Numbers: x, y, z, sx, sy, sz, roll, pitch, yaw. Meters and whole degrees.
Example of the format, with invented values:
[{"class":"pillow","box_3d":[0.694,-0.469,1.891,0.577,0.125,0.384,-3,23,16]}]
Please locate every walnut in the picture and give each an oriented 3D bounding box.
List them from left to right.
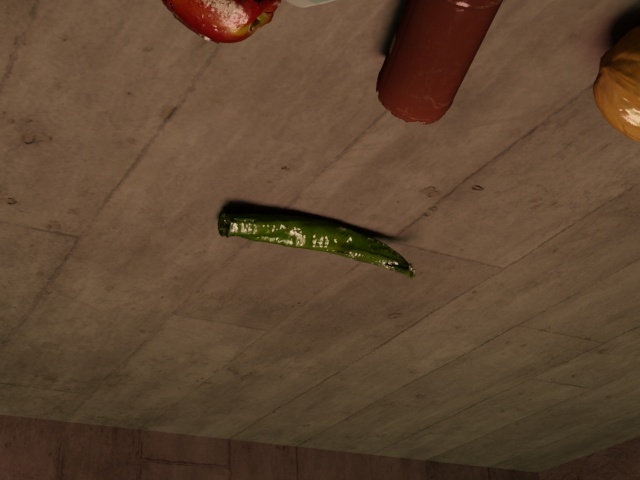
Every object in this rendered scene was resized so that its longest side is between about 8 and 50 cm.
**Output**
[{"class":"walnut","box_3d":[0.448,-0.200,1.185,0.206,0.159,0.159,9,149,-23]}]

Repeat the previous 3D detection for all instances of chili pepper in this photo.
[{"class":"chili pepper","box_3d":[0.000,0.000,1.586,0.358,0.077,0.085,11,168,-18]}]

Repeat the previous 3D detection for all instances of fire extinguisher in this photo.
[{"class":"fire extinguisher","box_3d":[0.133,-0.281,1.062,0.147,0.107,0.337,23,149,3]}]

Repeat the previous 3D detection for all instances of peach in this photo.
[{"class":"peach","box_3d":[-0.116,-0.299,0.999,0.172,0.127,0.092,39,145,-18]}]

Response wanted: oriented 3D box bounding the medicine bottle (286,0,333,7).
[{"class":"medicine bottle","box_3d":[0.108,-0.313,0.886,0.351,0.110,0.110,-4,156,35]}]
